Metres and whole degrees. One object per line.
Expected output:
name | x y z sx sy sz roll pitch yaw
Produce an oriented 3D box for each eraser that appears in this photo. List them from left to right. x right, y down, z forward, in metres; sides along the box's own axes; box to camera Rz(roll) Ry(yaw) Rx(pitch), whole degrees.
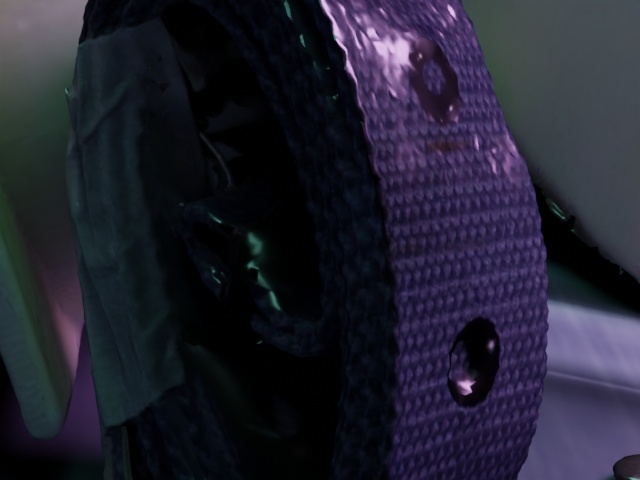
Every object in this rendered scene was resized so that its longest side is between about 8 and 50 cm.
eraser | 0.210 -0.110 1.137 0.331 0.150 0.331 21 25 -10

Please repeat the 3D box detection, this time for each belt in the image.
belt | 0.000 0.000 0.656 0.139 0.230 0.126 -10 0 38

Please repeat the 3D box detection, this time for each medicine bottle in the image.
medicine bottle | -0.140 -0.088 0.821 0.236 0.236 0.406 9 17 -7

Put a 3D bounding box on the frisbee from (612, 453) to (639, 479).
frisbee | 0.186 0.134 0.691 0.211 0.012 0.187 20 20 26
